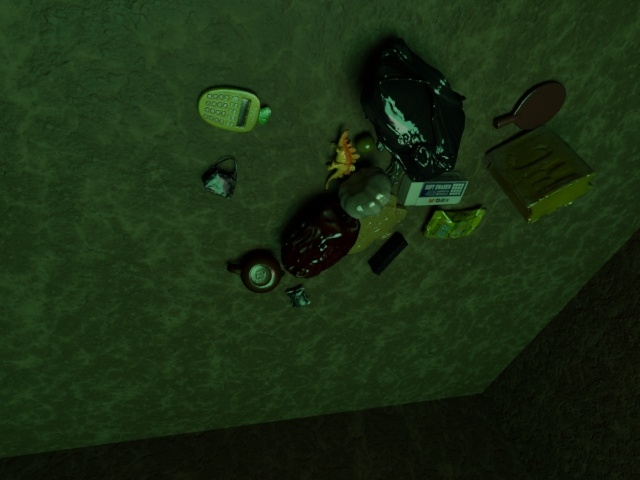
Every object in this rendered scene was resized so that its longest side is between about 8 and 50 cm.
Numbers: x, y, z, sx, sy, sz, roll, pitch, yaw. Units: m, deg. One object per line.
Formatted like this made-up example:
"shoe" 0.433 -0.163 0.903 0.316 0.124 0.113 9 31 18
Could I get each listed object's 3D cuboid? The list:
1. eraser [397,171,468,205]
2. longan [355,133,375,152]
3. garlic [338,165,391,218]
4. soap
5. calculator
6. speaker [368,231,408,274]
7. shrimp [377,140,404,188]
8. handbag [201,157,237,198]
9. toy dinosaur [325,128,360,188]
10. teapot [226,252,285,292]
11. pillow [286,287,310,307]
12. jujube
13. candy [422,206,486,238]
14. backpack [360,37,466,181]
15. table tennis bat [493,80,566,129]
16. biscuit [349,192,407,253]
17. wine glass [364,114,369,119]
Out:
"eraser" 0.481 -0.220 1.918 0.279 0.081 0.124 -4 133 -18
"longan" 0.163 -0.365 1.665 0.075 0.083 0.075 -39 179 -1
"garlic" 0.193 -0.164 1.730 0.219 0.218 0.212 -34 138 11
"soap" 0.897 -0.279 1.841 0.294 0.335 0.156 -27 144 10
"calculator" -0.277 -0.424 1.451 0.235 0.032 0.146 5 130 -24
"speaker" 0.319 0.063 2.127 0.044 0.082 0.218 19 124 -35
"shrimp" 0.285 -0.332 1.757 0.169 0.058 0.296 8 126 -18
"handbag" -0.344 -0.233 1.593 0.115 0.072 0.139 22 108 -35
"toy dinosaur" 0.088 -0.300 1.696 0.117 0.070 0.288 -6 139 -17
"teapot" -0.278 0.134 1.937 0.252 0.135 0.178 8 96 -6
"pillow" -0.108 0.280 2.188 0.091 0.055 0.135 -36 140 -13
"jujube" 0.000 0.000 1.820 0.258 0.258 0.376 20 118 -35
"candy" 0.635 -0.081 2.115 0.297 0.081 0.187 -2 135 -20
"backpack" 0.314 -0.432 1.487 0.446 0.363 0.255 36 148 -31
"table tennis bat" 0.849 -0.525 1.803 0.310 0.038 0.200 -22 136 -1
"biscuit" 0.211 -0.064 1.984 0.355 0.052 0.275 -35 135 11
"wine glass" 0.232 -0.413 1.621 0.072 0.072 0.155 -38 123 16
